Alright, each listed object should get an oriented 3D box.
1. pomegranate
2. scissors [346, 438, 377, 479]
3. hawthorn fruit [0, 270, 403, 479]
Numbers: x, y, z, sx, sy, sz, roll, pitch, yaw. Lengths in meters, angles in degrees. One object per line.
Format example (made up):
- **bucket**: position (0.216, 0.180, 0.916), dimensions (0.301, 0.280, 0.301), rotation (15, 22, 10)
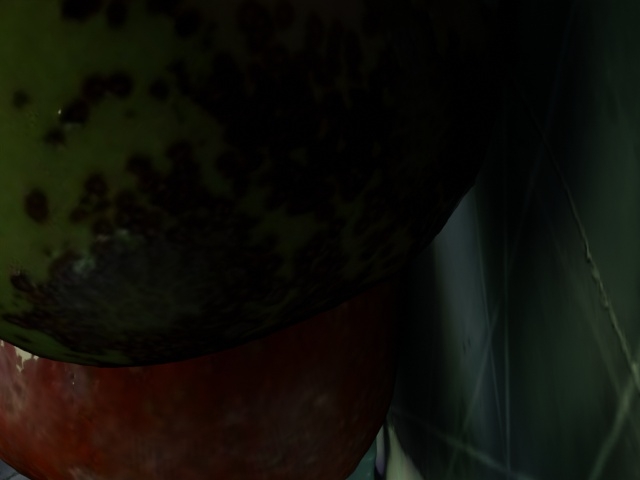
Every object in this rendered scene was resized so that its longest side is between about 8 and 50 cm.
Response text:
- **pomegranate**: position (-0.033, -0.113, 0.629), dimensions (0.340, 0.285, 0.285), rotation (-35, 57, 46)
- **scissors**: position (-0.002, 0.000, 1.157), dimensions (0.191, 0.029, 0.360), rotation (159, 104, -83)
- **hawthorn fruit**: position (-0.076, 0.025, 0.966), dimensions (0.284, 0.284, 0.284), rotation (173, 90, -82)
